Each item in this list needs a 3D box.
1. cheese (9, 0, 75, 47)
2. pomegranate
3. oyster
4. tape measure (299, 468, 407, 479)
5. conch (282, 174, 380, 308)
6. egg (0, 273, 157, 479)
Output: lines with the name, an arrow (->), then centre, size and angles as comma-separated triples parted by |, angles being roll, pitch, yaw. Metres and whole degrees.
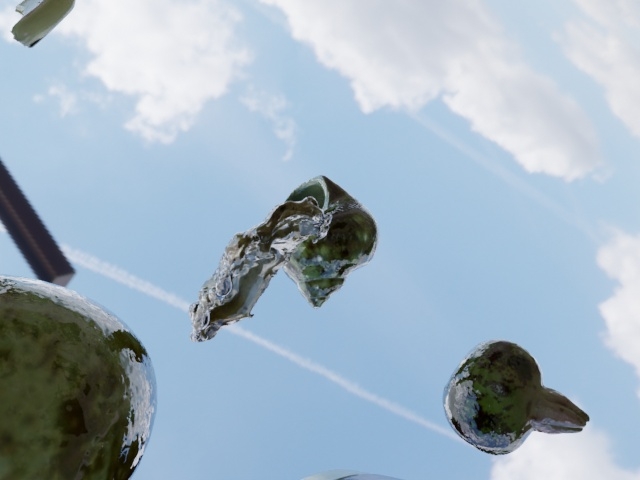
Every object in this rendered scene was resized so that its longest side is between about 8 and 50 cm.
cheese -> -0.449, -0.428, 1.424 | 0.127, 0.235, 0.050 | 37, 166, 52
pomegranate -> 0.229, 0.192, 0.979 | 0.163, 0.138, 0.125 | 15, 177, -3
oyster -> -0.098, 0.043, 0.962 | 0.129, 0.345, 0.078 | -34, -98, -37
tape measure -> 0.032, 0.336, 0.708 | 0.259, 0.138, 0.262 | 40, -125, -26
conch -> 0.001, 0.003, 1.204 | 0.124, 0.187, 0.181 | 54, -125, -25
egg -> -0.256, 0.142, 0.641 | 0.238, 0.238, 0.289 | 51, -155, 12
